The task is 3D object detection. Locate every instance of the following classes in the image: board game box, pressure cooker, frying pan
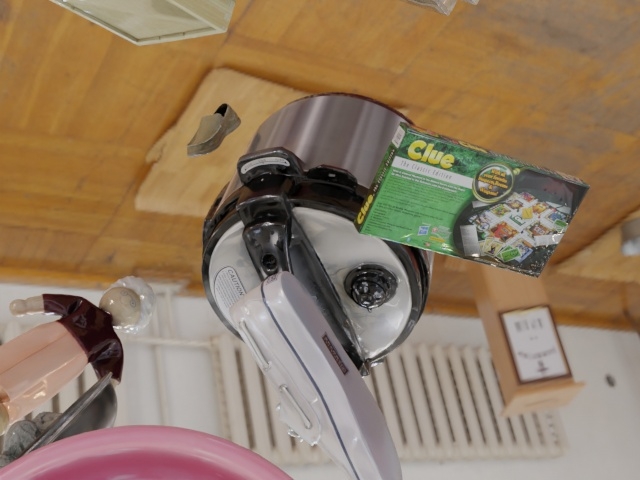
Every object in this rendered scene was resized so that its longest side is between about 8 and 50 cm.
[{"bbox_3d":[0.180,-0.042,0.985,0.260,0.030,0.136,14,117,-24],"label":"board game box"},{"bbox_3d":[0.005,-0.003,1.356,0.370,0.420,0.375,26,129,-8],"label":"pressure cooker"},{"bbox_3d":[-0.293,0.236,0.739,0.326,0.053,0.197,-43,-174,12],"label":"frying pan"}]

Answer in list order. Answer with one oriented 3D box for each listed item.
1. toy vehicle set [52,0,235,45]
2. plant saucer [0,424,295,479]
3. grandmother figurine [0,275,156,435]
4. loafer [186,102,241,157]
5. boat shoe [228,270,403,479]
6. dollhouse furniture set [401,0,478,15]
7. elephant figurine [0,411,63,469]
[{"bbox_3d":[-0.233,-0.264,0.801,0.166,0.035,0.267,7,170,45],"label":"toy vehicle set"},{"bbox_3d":[-0.124,0.290,0.540,0.332,0.332,0.084,-9,149,-6],"label":"plant saucer"},{"bbox_3d":[-0.377,0.159,1.271,0.104,0.208,0.342,-26,-171,42],"label":"grandmother figurine"},{"bbox_3d":[-0.195,-0.195,1.485,0.056,0.148,0.050,-7,120,31],"label":"loafer"},{"bbox_3d":[-0.005,0.160,0.858,0.084,0.258,0.095,-31,171,17],"label":"boat shoe"},{"bbox_3d":[0.068,-0.439,1.002,0.355,0.303,0.174,24,94,-55],"label":"dollhouse furniture set"},{"bbox_3d":[-0.253,0.305,0.971,0.239,0.169,0.186,14,176,3],"label":"elephant figurine"}]
